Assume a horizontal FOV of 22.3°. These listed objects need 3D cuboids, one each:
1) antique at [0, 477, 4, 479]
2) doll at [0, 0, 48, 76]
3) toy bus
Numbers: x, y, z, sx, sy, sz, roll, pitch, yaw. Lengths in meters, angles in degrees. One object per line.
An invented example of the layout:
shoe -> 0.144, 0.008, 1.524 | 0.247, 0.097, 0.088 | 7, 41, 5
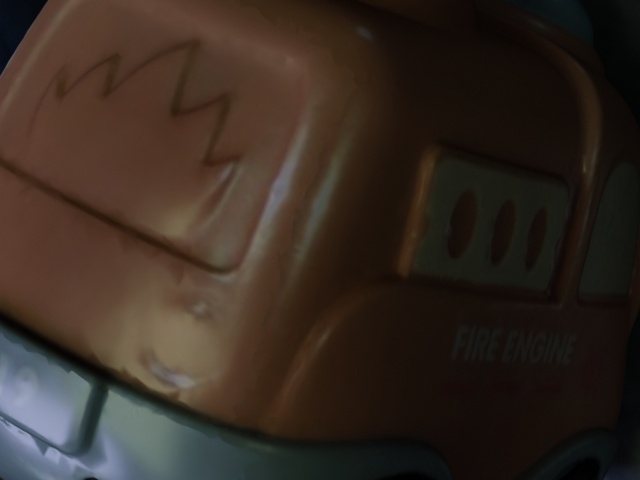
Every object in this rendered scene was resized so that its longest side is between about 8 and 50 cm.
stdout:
antique -> -0.081, 0.020, 0.730 | 0.087, 0.093, 0.310 | 36, 122, 27
doll -> -0.190, -0.180, 0.694 | 0.258, 0.228, 0.154 | 41, 163, -11
toy bus -> 0.000, 0.000, 0.556 | 0.194, 0.287, 0.232 | 23, 100, 31
